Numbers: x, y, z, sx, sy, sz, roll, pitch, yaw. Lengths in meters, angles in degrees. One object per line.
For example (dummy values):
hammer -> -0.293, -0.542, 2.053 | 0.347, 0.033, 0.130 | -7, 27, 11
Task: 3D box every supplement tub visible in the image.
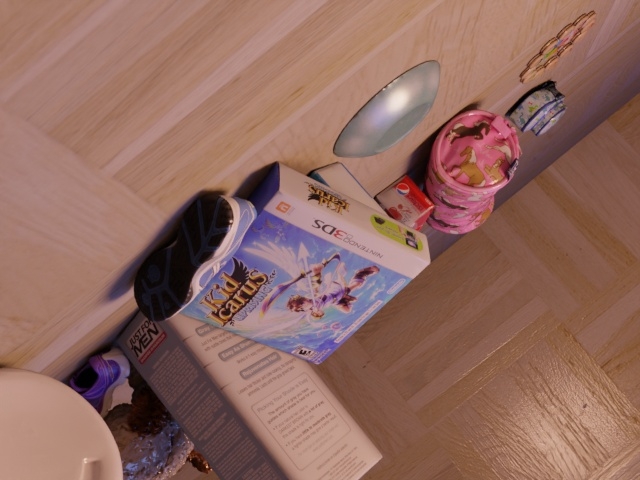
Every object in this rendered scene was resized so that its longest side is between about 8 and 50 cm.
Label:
supplement tub -> -0.410, 0.329, 1.015 | 0.325, 0.235, 0.235 | -44, 168, 26

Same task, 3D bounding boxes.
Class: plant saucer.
plant saucer -> 0.105, -0.171, 1.221 | 0.195, 0.037, 0.195 | -37, 168, -9

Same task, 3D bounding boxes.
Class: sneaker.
sneaker -> -0.346, 0.216, 1.280 | 0.071, 0.068, 0.170 | -5, 139, -44
sneaker -> -0.151, 0.026, 1.057 | 0.211, 0.080, 0.081 | -44, 165, 29

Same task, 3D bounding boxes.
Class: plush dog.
plush dog -> -0.286, 0.322, 1.360 | 0.262, 0.210, 0.225 | -53, 171, 5

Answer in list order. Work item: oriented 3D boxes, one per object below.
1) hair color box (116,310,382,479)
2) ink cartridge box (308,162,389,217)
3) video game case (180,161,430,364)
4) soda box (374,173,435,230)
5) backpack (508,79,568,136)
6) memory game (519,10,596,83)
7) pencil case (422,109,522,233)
hair color box -> -0.102, 0.231, 1.260 | 0.113, 0.374, 0.185 | -47, 167, 32
ink cartridge box -> 0.000, 0.000, 1.290 | 0.191, 0.140, 0.082 | -46, 169, 35
video game case -> -0.029, 0.045, 1.188 | 0.269, 0.244, 0.061 | -47, -150, 34
soda box -> 0.150, -0.032, 1.778 | 0.083, 0.092, 0.263 | -37, 169, -17
backpack -> 0.472, -0.278, 1.871 | 0.114, 0.084, 0.105 | -24, 159, -45
memory game -> 0.453, -0.365, 1.649 | 0.186, 0.012, 0.186 | -38, 168, -9
pencil case -> 0.288, -0.123, 1.711 | 0.167, 0.160, 0.386 | 6, 168, 3
